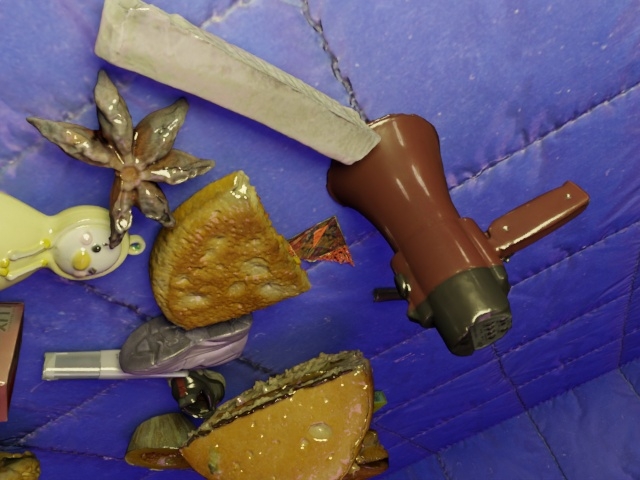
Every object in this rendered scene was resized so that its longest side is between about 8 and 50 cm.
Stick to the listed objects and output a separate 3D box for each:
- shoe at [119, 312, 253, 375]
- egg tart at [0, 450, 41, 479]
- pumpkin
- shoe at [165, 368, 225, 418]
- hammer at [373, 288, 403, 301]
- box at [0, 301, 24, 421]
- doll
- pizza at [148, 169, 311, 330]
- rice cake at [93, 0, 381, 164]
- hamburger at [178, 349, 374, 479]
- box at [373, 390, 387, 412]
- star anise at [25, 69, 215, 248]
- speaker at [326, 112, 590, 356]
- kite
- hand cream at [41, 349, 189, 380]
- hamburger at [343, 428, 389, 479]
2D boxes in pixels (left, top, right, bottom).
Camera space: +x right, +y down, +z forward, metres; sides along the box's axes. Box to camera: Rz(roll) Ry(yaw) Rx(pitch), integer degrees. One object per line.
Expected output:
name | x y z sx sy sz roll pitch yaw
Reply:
shoe | -0.246 0.203 0.928 0.245 0.095 0.138 -16 141 -19
egg tart | -0.772 0.520 0.923 0.443 0.178 0.443 -33 178 -1
pumpkin | -0.378 0.503 1.235 0.217 0.110 0.217 -6 148 -4
shoe | -0.267 0.335 1.064 0.099 0.112 0.227 -22 141 -3
hammer | 0.243 0.127 1.141 0.297 0.027 0.125 2 137 -28
box | -0.482 0.179 0.727 0.060 0.156 0.111 9 132 -25
doll | -0.364 0.004 0.601 0.296 0.117 0.141 4 118 -31
pizza | -0.176 0.025 0.754 0.257 0.087 0.268 -19 140 8
rice cake | -0.073 -0.176 0.578 0.365 0.056 0.073 15 124 -39
hamburger | -0.058 0.444 1.117 0.445 0.287 0.268 -23 179 0
box | 0.026 0.530 1.511 0.335 0.047 0.187 11 133 -36
star anise | -0.214 -0.095 0.579 0.171 0.063 0.208 -27 128 -15
speaker | 0.192 -0.020 0.703 0.259 0.329 0.198 -17 143 -18
kite | 0.000 -0.001 0.872 0.222 0.008 0.125 6 135 -32
hand cream | -0.375 0.233 0.920 0.255 0.079 0.048 4 122 -28
hamburger | 0.067 0.728 1.648 0.304 0.174 0.284 1 152 -29
